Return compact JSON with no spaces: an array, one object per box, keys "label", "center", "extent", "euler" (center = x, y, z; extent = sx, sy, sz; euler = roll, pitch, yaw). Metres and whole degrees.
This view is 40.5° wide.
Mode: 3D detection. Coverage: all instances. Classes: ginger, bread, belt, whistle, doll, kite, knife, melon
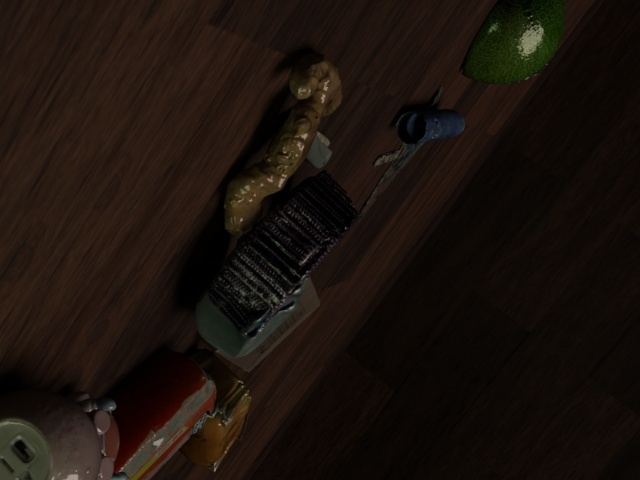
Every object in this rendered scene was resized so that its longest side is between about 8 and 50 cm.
[{"label":"ginger","center":[-0.039,-0.114,1.052],"extent":[0.149,0.065,0.259],"euler":[-40,162,-55]},{"label":"bread","center":[-0.199,0.290,1.466],"extent":[0.107,0.136,0.241],"euler":[-42,164,-31]},{"label":"belt","center":[-0.067,0.041,1.218],"extent":[0.260,0.122,0.325],"euler":[-50,180,-26]},{"label":"whistle","center":[0.218,-0.223,1.671],"extent":[0.062,0.062,0.304],"euler":[-56,166,21]},{"label":"doll","center":[-0.293,0.233,0.958],"extent":[0.151,0.151,0.287],"euler":[-51,175,-6]},{"label":"kite","center":[0.166,-0.176,1.779],"extent":[0.335,0.011,0.314],"euler":[-59,167,27]},{"label":"knife","center":[-0.009,-0.131,1.203],"extent":[0.044,0.023,0.162],"euler":[-50,169,1]},{"label":"melon","center":[0.408,-0.421,1.698],"extent":[0.265,0.129,0.169],"euler":[-48,165,-13]}]

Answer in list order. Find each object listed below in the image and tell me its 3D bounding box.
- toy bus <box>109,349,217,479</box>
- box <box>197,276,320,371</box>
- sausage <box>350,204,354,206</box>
[{"label":"toy bus","center":[-0.256,0.264,1.232],"extent":[0.265,0.121,0.120],"euler":[-43,156,-37]},{"label":"box","center":[-0.097,0.137,1.559],"extent":[0.204,0.051,0.365],"euler":[-43,167,-7]},{"label":"sausage","center":[0.000,0.000,1.635],"extent":[0.198,0.025,0.028],"euler":[-47,-150,-18]}]
